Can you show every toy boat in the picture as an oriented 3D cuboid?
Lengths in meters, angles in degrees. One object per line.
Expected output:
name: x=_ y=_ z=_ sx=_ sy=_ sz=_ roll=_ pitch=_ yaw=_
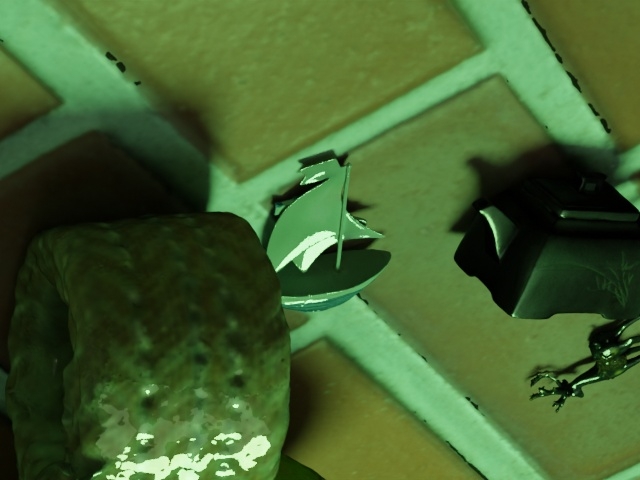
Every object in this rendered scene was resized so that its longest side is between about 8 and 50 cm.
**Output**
toy boat: x=-0.009 y=0.006 z=1.345 sx=0.105 sy=0.034 sz=0.149 roll=-25 pitch=148 yaw=3

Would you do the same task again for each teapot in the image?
teapot: x=0.176 y=-0.006 z=1.394 sx=0.177 sy=0.087 sz=0.096 roll=3 pitch=118 yaw=-32

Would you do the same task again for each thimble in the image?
thimble: x=-0.118 y=0.084 z=1.261 sx=0.148 sy=0.196 sz=0.229 roll=-2 pitch=171 yaw=-22

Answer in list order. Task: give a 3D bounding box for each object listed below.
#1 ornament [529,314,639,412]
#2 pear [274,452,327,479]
ornament: x=0.227 y=0.101 z=1.621 sx=0.125 sy=0.028 sz=0.073 roll=-25 pitch=148 yaw=4
pear: x=-0.126 y=0.318 z=1.453 sx=0.391 sy=0.391 sz=0.391 roll=-14 pitch=147 yaw=-10
